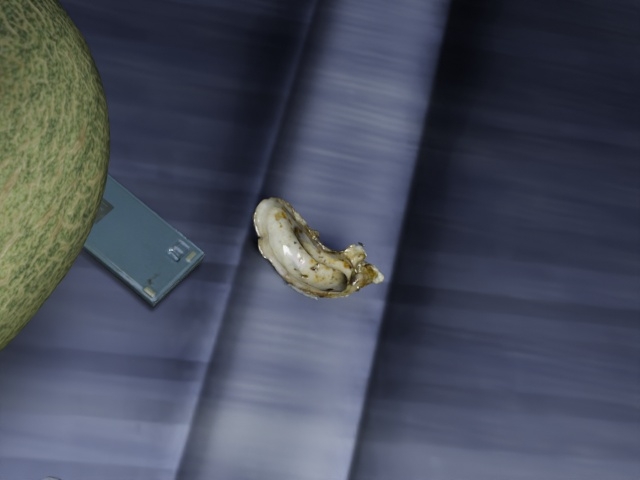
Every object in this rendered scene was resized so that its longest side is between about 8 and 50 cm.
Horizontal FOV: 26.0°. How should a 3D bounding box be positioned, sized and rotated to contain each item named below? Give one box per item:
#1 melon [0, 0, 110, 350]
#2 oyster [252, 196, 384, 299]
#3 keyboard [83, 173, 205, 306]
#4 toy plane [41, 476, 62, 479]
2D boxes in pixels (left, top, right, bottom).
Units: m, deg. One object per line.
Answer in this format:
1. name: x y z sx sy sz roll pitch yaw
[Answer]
1. melon: -0.261 -0.031 0.788 0.248 0.248 0.329 28 58 1
2. oyster: 0.000 0.000 0.960 0.038 0.081 0.083 -40 110 -56
3. keyboard: -0.163 -0.027 0.954 0.176 0.014 0.055 38 56 8
4. toy plane: -0.105 0.274 0.735 0.267 0.088 0.212 31 77 0
